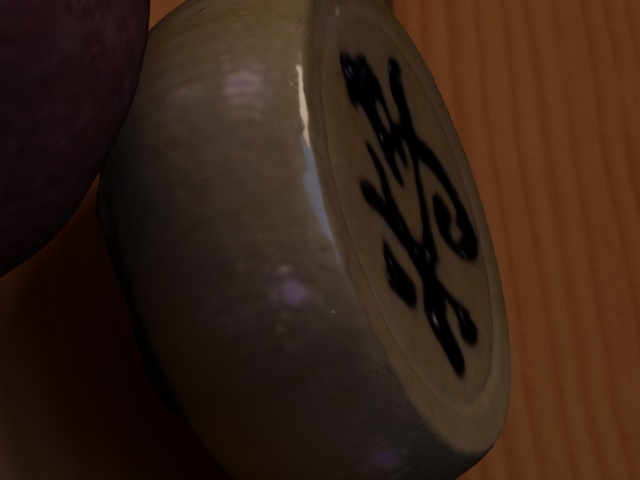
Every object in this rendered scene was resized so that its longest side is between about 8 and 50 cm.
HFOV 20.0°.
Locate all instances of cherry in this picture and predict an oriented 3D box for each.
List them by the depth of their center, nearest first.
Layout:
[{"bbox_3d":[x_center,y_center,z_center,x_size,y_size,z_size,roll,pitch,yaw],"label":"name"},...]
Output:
[{"bbox_3d":[-0.174,-0.089,0.730,0.213,0.236,0.285,41,14,-21],"label":"cherry"}]

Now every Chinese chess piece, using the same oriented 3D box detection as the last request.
[{"bbox_3d":[0.000,0.000,0.851,0.257,0.104,0.257,52,29,-45],"label":"Chinese chess piece"}]
